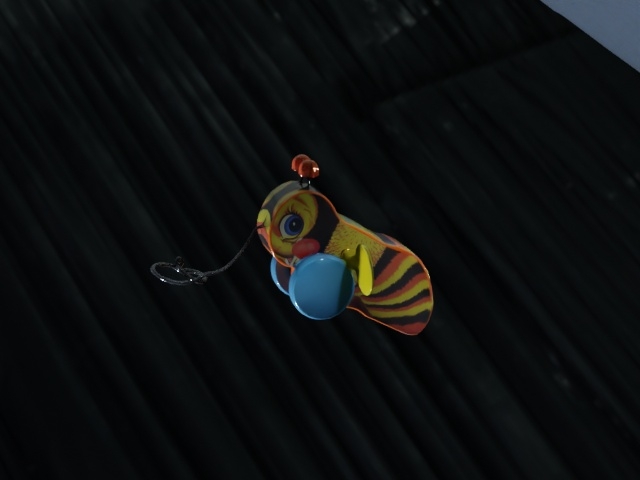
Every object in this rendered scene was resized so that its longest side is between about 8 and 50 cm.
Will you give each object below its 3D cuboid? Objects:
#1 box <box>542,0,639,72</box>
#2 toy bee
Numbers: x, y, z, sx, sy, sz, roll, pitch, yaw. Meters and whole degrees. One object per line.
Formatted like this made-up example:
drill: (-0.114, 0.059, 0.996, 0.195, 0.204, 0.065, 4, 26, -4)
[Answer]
box: (0.351, -0.234, 0.775, 0.395, 0.293, 0.212, -54, 179, 4)
toy bee: (0.000, 0.000, 1.450, 0.298, 0.195, 0.162, 8, 106, -42)
